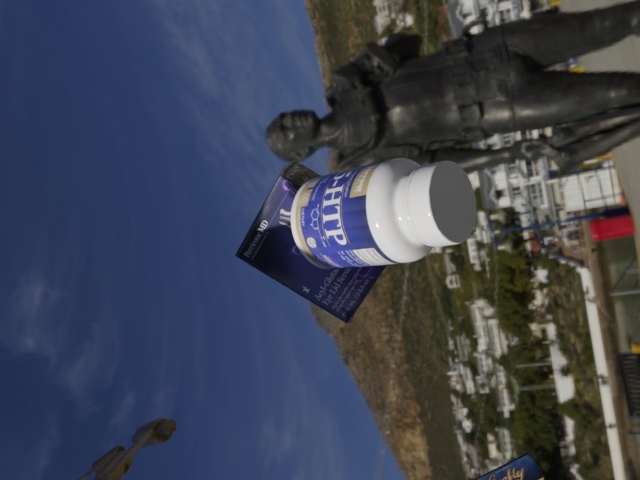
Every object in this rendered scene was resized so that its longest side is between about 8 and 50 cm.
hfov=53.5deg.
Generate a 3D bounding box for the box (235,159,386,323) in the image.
[{"bbox_3d":[0.000,0.000,0.974,0.153,0.207,0.108,-60,2,22],"label":"box"}]

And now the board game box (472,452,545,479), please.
[{"bbox_3d":[0.213,0.413,0.920,0.165,0.243,0.042,64,180,-42],"label":"board game box"}]

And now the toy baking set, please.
[{"bbox_3d":[-0.252,0.282,0.747,0.030,0.256,0.196,51,-131,-3],"label":"toy baking set"}]

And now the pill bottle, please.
[{"bbox_3d":[0.067,-0.029,0.689,0.112,0.186,0.112,8,-102,-43],"label":"pill bottle"}]
